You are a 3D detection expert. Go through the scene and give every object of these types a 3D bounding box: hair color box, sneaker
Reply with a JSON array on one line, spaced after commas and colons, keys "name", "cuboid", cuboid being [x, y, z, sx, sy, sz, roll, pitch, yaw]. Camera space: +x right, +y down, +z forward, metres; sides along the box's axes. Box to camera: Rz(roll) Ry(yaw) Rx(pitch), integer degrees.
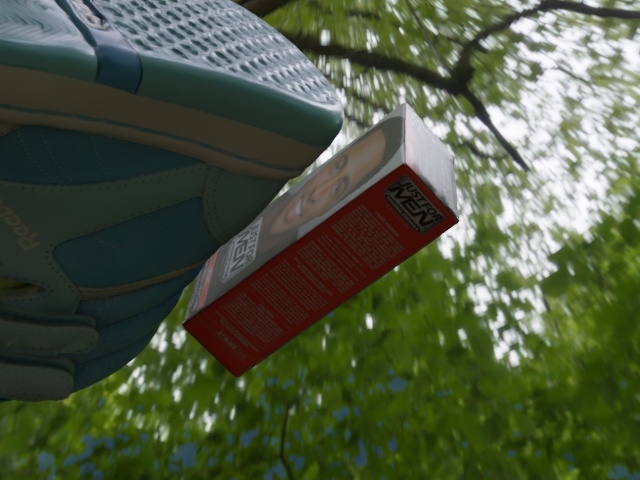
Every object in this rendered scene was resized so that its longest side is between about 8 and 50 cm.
[{"name": "hair color box", "cuboid": [0.000, 0.000, 0.657, 0.141, 0.072, 0.043, -36, -68, 20]}, {"name": "sneaker", "cuboid": [-0.152, -0.020, 0.534, 0.319, 0.127, 0.208, 13, -57, -44]}]
